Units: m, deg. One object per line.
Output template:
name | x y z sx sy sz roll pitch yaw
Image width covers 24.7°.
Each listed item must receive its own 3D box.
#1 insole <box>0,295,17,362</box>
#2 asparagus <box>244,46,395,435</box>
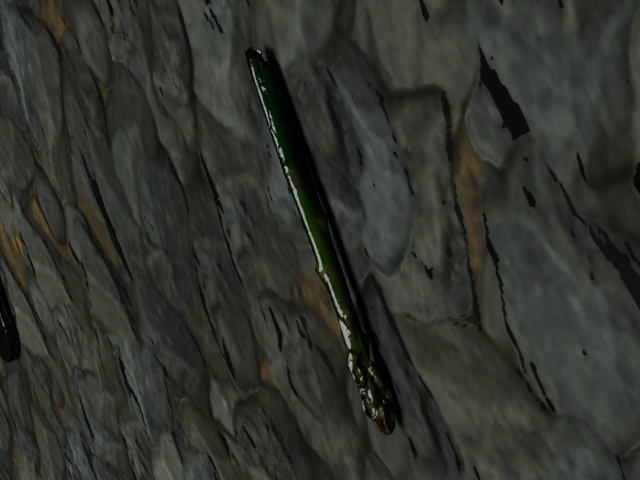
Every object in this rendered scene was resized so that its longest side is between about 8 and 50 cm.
insole | -0.300 -0.065 1.180 0.119 0.009 0.348 11 117 64
asparagus | 0.000 0.000 0.585 0.013 0.016 0.166 -20 89 25
